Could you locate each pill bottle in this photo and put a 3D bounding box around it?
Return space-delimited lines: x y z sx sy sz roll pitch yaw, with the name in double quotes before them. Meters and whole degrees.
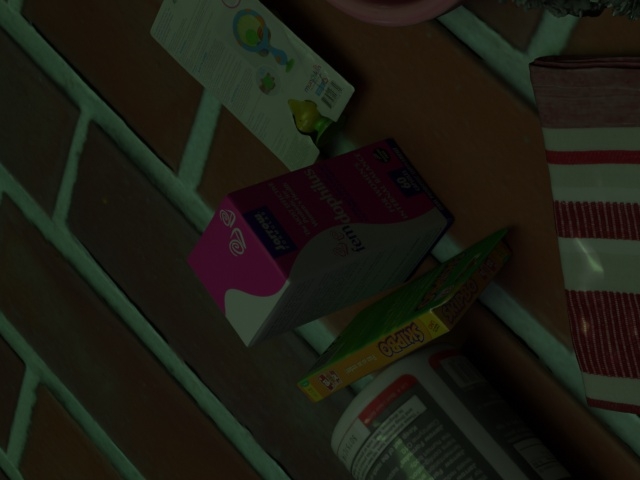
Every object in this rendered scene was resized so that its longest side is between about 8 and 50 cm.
"pill bottle" 0.154 0.248 1.766 0.283 0.161 0.161 49 138 23

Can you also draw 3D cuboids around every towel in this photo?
"towel" 0.290 0.003 1.594 0.237 0.037 0.329 6 112 49

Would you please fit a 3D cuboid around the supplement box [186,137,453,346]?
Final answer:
"supplement box" 0.000 0.000 1.783 0.111 0.220 0.114 53 139 18

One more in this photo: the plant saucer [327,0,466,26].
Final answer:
"plant saucer" 0.065 -0.359 1.651 0.332 0.084 0.332 23 123 41

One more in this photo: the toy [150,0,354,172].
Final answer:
"toy" -0.061 -0.189 1.902 0.237 0.056 0.137 47 133 18

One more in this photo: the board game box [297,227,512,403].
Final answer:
"board game box" 0.084 0.073 1.796 0.039 0.124 0.259 47 142 -5

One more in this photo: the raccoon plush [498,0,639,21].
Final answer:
"raccoon plush" 0.201 -0.226 1.304 0.299 0.446 0.216 40 121 49
